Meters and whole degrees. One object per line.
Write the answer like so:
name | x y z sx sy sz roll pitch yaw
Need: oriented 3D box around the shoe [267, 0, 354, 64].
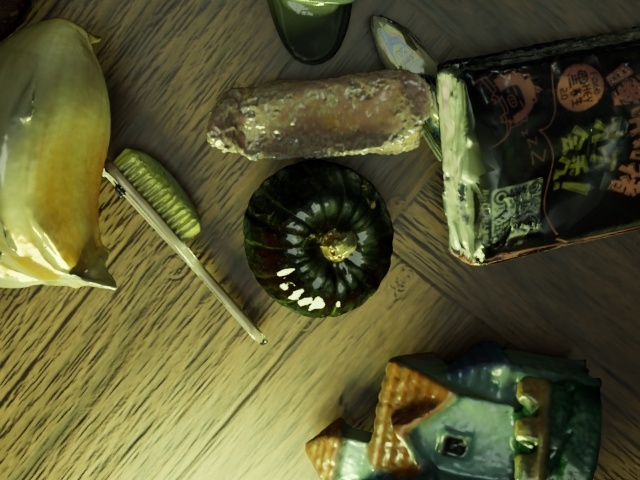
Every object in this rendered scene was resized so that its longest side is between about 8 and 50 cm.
shoe | -0.010 -0.339 1.186 0.109 0.149 0.292 -1 107 -4

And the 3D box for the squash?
squash | -0.002 0.000 1.267 0.193 0.156 0.193 -7 125 -10

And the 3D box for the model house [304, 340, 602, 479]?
model house | 0.146 0.268 1.290 0.329 0.252 0.294 14 103 3

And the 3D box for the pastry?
pastry | 0.004 -0.146 1.242 0.265 0.112 0.102 0 89 10

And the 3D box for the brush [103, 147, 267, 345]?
brush | -0.156 0.005 1.314 0.067 0.072 0.313 -41 101 -6

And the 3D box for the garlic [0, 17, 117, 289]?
garlic | -0.354 -0.090 1.213 0.249 0.286 0.313 -11 98 -23

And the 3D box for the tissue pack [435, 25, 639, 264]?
tissue pack | 0.300 -0.113 1.229 0.332 0.123 0.245 -13 109 -15

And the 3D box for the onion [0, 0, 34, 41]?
onion | -0.437 -0.321 1.177 0.246 0.190 0.246 6 113 15

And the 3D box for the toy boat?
toy boat | 0.126 -0.189 1.268 0.084 0.066 0.210 -38 99 6
